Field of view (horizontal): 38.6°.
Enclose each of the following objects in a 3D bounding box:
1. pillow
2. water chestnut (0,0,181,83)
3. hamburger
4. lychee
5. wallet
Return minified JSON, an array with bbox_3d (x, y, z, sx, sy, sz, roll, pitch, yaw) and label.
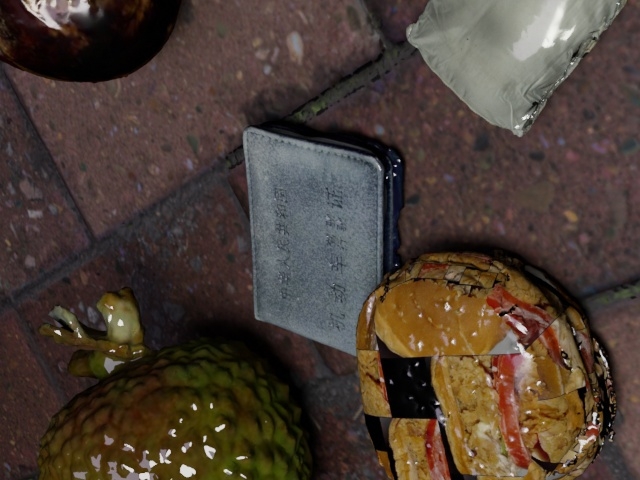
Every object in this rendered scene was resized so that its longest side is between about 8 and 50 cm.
[{"bbox_3d":[0.155,-0.186,0.632,0.128,0.051,0.229,47,131,14],"label":"pillow"},{"bbox_3d":[-0.233,-0.256,0.825,0.223,0.238,0.224,-4,120,-7],"label":"water chestnut"},{"bbox_3d":[0.130,0.117,0.761,0.231,0.107,0.231,16,114,39],"label":"hamburger"},{"bbox_3d":[-0.149,0.216,0.926,0.320,0.270,0.270,50,133,25],"label":"lychee"},{"bbox_3d":[-0.001,0.001,0.856,0.167,0.036,0.222,18,120,32],"label":"wallet"}]
